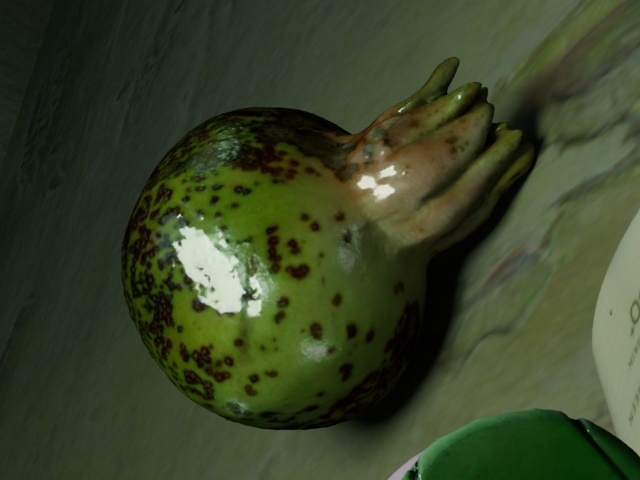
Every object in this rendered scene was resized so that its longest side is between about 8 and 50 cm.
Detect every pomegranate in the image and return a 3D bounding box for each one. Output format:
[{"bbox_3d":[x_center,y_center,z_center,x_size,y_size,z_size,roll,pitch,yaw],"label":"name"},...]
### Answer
[{"bbox_3d":[0.009,0.007,1.294,0.204,0.277,0.222,74,177,-53],"label":"pomegranate"}]

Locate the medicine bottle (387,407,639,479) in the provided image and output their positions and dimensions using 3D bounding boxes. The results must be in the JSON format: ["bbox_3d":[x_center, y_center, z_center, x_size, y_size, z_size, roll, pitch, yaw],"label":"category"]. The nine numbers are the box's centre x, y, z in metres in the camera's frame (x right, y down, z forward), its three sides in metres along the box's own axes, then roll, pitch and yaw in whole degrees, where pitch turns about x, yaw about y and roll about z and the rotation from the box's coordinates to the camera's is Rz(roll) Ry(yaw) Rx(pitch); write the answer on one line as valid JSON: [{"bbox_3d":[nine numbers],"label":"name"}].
[{"bbox_3d":[0.073,0.155,0.808,0.274,0.133,0.133,89,-165,-68],"label":"medicine bottle"}]

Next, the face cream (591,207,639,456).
[{"bbox_3d":[0.188,0.095,0.777,0.348,0.081,0.173,-96,28,-57],"label":"face cream"}]
